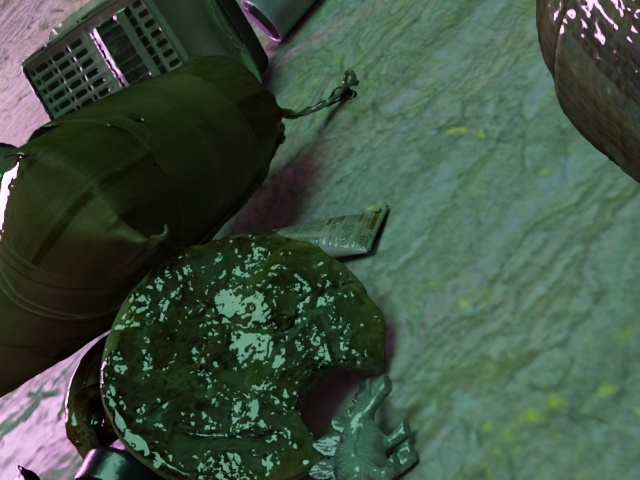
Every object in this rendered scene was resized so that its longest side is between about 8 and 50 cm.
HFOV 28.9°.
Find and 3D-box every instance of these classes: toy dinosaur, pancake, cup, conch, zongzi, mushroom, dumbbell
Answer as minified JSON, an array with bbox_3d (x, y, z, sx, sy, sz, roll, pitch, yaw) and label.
[{"bbox_3d":[0.033,0.176,0.895,0.082,0.039,0.209,-36,29,19],"label":"toy dinosaur"},{"bbox_3d":[-0.069,0.095,1.028,0.253,0.037,0.253,-6,52,8],"label":"pancake"},{"bbox_3d":[-0.045,-0.321,1.641,0.116,0.074,0.104,-47,-1,-9],"label":"cup"},{"bbox_3d":[0.230,-0.159,0.792,0.210,0.352,0.297,7,81,47],"label":"conch"},{"bbox_3d":[-0.190,-0.029,1.313,0.447,0.181,0.418,-39,-10,-50],"label":"zongzi"},{"bbox_3d":[-0.197,0.153,1.196,0.135,0.080,0.170,-39,19,32],"label":"mushroom"},{"bbox_3d":[-0.129,0.154,1.083,0.100,0.100,0.191,-11,44,48],"label":"dumbbell"}]

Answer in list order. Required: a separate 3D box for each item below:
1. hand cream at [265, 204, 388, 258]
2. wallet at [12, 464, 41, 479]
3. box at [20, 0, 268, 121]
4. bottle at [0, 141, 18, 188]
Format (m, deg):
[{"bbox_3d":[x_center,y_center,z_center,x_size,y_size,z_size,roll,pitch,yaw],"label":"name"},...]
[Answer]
[{"bbox_3d":[0.000,0.000,1.186,0.143,0.039,0.061,-10,37,36],"label":"hand cream"},{"bbox_3d":[-0.364,0.371,1.181,0.318,0.045,0.172,-51,26,-6],"label":"wallet"},{"bbox_3d":[-0.220,-0.222,1.580,0.290,0.220,0.166,-23,14,38],"label":"box"},{"bbox_3d":[-0.421,-0.052,1.693,0.168,0.168,0.347,-50,26,-7],"label":"bottle"}]
